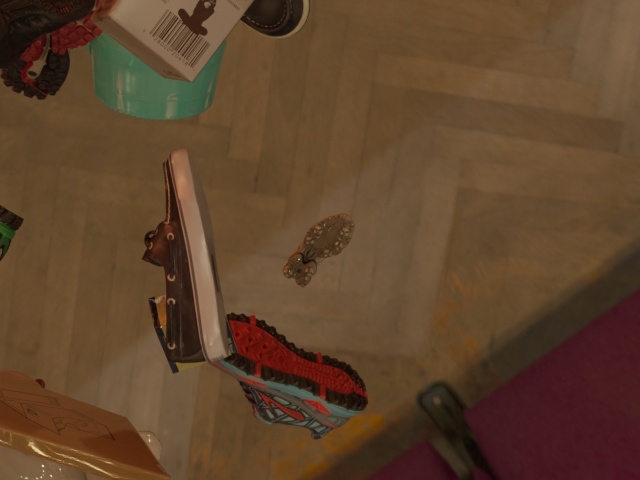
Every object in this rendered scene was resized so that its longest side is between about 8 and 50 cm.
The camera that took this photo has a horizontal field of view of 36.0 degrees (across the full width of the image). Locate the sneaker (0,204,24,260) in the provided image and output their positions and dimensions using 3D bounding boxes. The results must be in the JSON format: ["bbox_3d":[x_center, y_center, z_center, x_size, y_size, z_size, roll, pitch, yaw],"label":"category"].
[{"bbox_3d":[-0.779,-0.021,2.019,0.344,0.134,0.146,9,69,29],"label":"sneaker"}]

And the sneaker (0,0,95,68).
[{"bbox_3d":[-0.324,-0.220,1.036,0.170,0.089,0.051,-23,76,-31],"label":"sneaker"}]

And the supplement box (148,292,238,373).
[{"bbox_3d":[-0.153,0.102,1.187,0.083,0.056,0.083,-18,131,-5],"label":"supplement box"}]

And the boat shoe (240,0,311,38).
[{"bbox_3d":[-0.211,-0.511,1.583,0.187,0.156,0.500,-25,117,37],"label":"boat shoe"}]

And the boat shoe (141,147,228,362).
[{"bbox_3d":[-0.150,0.019,1.035,0.076,0.080,0.228,-10,87,1],"label":"boat shoe"}]

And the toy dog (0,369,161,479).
[{"bbox_3d":[-0.309,0.289,1.241,0.220,0.161,0.333,-25,106,24],"label":"toy dog"}]

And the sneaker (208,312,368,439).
[{"bbox_3d":[-0.071,0.196,1.314,0.262,0.104,0.125,29,121,-18],"label":"sneaker"}]

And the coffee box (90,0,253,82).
[{"bbox_3d":[-0.096,-0.274,0.917,0.098,0.141,0.246,38,86,-23],"label":"coffee box"}]

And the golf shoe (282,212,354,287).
[{"bbox_3d":[0.000,0.000,1.716,0.069,0.086,0.176,40,124,-9],"label":"golf shoe"}]

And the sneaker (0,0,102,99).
[{"bbox_3d":[-0.395,-0.339,1.467,0.121,0.112,0.299,22,141,-29],"label":"sneaker"}]

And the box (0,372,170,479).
[{"bbox_3d":[-0.250,0.168,0.911,0.201,0.164,0.021,27,89,-28],"label":"box"}]

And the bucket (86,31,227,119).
[{"bbox_3d":[-0.316,-0.369,1.903,0.281,0.281,0.183,8,124,-6],"label":"bucket"}]
